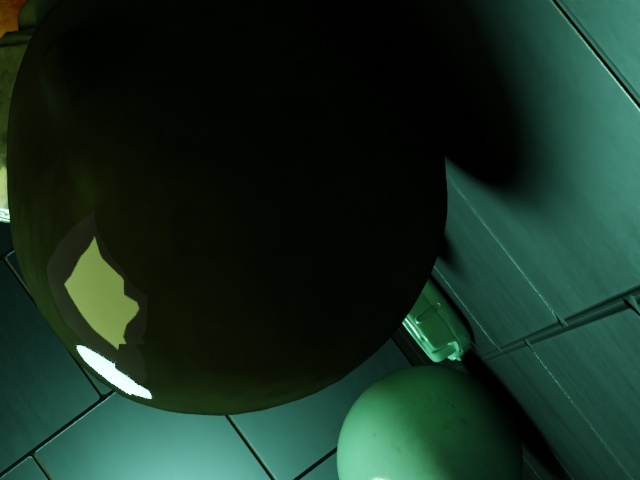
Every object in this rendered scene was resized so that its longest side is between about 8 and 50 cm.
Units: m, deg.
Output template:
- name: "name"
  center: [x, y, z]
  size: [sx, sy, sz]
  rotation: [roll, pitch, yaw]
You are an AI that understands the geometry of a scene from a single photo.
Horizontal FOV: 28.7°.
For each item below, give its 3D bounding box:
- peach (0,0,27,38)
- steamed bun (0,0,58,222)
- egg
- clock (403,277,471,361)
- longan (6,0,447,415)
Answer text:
- name: "peach"
  center: [-0.398, -0.376, 1.738]
  size: [0.388, 0.388, 0.388]
  rotation: [53, 177, 3]
- name: "steamed bun"
  center: [-0.223, -0.170, 1.371]
  size: [0.247, 0.352, 0.339]
  rotation: [55, -161, 16]
- name: "egg"
  center: [0.162, 0.324, 1.866]
  size: [0.276, 0.276, 0.389]
  rotation: [53, 176, 7]
- name: "clock"
  center: [0.141, 0.100, 1.676]
  size: [0.148, 0.060, 0.188]
  rotation: [52, 178, 27]
- name: "longan"
  center: [-0.076, -0.046, 0.929]
  size: [0.361, 0.361, 0.361]
  rotation: [53, 177, 3]
